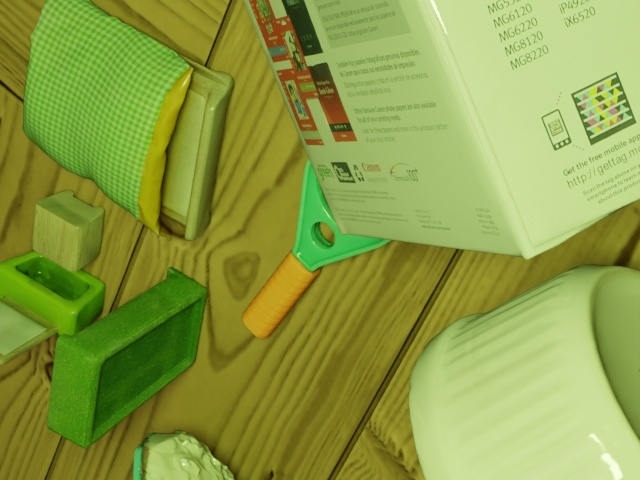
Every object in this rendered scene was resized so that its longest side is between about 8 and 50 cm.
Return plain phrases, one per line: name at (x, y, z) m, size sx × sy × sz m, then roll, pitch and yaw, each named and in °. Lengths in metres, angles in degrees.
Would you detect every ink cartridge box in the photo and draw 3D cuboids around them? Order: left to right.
ink cartridge box at (0.063, -0.143, 1.021) m, size 0.272 × 0.130 × 0.309 m, roll 67°, pitch 165°, yaw -11°

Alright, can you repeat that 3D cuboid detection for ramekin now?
ramekin at (0.196, 0.137, 1.082) m, size 0.127 × 0.273 × 0.273 m, roll -39°, pitch 87°, yaw 30°

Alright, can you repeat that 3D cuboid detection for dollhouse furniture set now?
dollhouse furniture set at (-0.202, -0.023, 1.364) m, size 0.197 × 0.151 × 0.301 m, roll 28°, pitch 127°, yaw 23°

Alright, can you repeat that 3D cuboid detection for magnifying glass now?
magnifying glass at (0.000, 0.000, 1.310) m, size 0.092 × 0.026 × 0.231 m, roll 45°, pitch 133°, yaw 9°

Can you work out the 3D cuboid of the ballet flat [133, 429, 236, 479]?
ballet flat at (-0.066, 0.336, 1.488) m, size 0.147 × 0.147 × 0.409 m, roll 11°, pitch 122°, yaw 33°
